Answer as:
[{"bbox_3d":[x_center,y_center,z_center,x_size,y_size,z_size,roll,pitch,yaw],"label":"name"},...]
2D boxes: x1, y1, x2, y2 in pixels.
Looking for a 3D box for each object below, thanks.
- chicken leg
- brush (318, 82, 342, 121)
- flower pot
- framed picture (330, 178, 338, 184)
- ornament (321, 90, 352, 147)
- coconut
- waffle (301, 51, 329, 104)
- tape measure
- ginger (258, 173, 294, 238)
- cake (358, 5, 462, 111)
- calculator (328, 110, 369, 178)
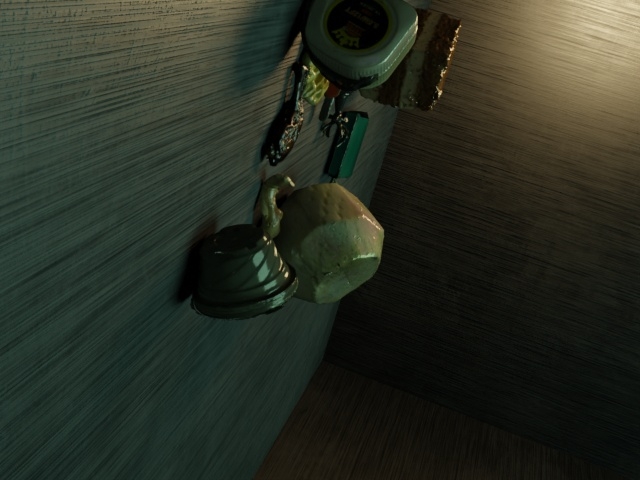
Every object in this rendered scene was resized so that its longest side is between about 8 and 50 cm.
[{"bbox_3d":[-0.074,-0.295,1.767,0.106,0.051,0.253,22,85,-75],"label":"chicken leg"},{"bbox_3d":[0.047,-0.475,2.032,0.051,0.070,0.323,-50,160,-61],"label":"brush"},{"bbox_3d":[-0.168,0.054,1.549,0.235,0.236,0.140,-56,140,-56],"label":"flower pot"},{"bbox_3d":[0.034,-0.154,2.776,0.183,0.011,0.142,57,53,-78],"label":"framed picture"},{"bbox_3d":[0.072,-0.409,2.278,0.202,0.080,0.236,-51,157,-55],"label":"ornament"},{"bbox_3d":[0.000,0.000,2.078,0.352,0.353,0.352,20,90,-81],"label":"coconut"},{"bbox_3d":[0.009,-0.466,1.872,0.250,0.056,0.261,-43,153,-70],"label":"waffle"},{"bbox_3d":[0.056,-0.463,1.672,0.231,0.271,0.133,-53,168,-12],"label":"tape measure"},{"bbox_3d":[-0.125,-0.058,1.883,0.089,0.075,0.288,-26,145,-44],"label":"ginger"},{"bbox_3d":[0.291,-0.606,2.462,0.255,0.290,0.282,101,12,-49],"label":"cake"},{"bbox_3d":[0.094,-0.333,2.609,0.274,0.058,0.248,-36,144,-74],"label":"calculator"}]
